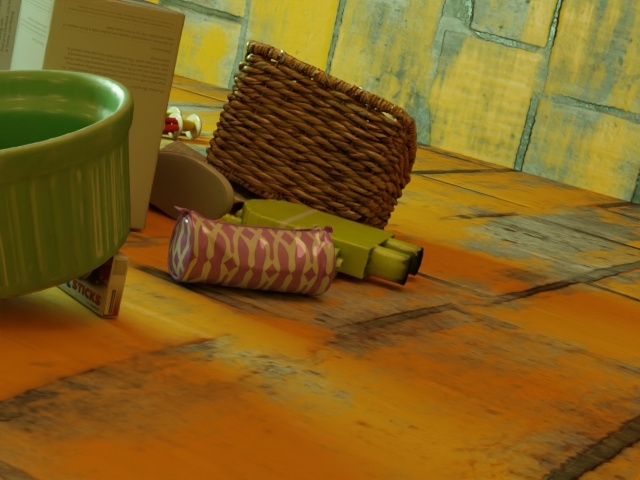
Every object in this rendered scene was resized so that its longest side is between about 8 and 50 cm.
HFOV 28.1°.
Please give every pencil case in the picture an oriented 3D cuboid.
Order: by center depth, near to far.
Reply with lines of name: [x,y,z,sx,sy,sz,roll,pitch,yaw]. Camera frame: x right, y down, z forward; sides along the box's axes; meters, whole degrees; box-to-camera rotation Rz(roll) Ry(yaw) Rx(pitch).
pencil case: [-0.078,0.015,1.506,0.206,0.088,0.086,5,11,-29]

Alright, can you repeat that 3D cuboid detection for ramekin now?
ramekin: [-0.327,-0.057,1.243,0.303,0.148,0.303,-3,22,1]

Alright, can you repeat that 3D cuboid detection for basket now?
basket: [0.003,-0.161,2.020,0.299,0.223,0.213,25,12,15]

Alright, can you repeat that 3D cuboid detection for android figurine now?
android figurine: [0.000,0.000,1.754,0.273,0.056,0.248,15,11,11]

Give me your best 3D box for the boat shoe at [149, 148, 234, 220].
boat shoe: [-0.224,-0.087,1.867,0.267,0.096,0.088,9,12,32]

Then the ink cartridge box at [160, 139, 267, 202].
ink cartridge box: [-0.159,-0.075,2.031,0.232,0.066,0.189,34,11,-2]

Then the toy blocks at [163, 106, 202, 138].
toy blocks: [-0.339,-0.249,2.644,0.148,0.054,0.123,1,17,-46]

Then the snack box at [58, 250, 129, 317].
snack box: [-0.254,0.022,1.328,0.022,0.064,0.178,3,14,-39]

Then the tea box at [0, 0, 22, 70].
tea box: [-0.515,-0.317,2.062,0.220,0.329,0.323,7,13,-27]

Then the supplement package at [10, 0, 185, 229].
supplement package: [-0.313,-0.182,1.690,0.177,0.293,0.175,7,13,-28]
